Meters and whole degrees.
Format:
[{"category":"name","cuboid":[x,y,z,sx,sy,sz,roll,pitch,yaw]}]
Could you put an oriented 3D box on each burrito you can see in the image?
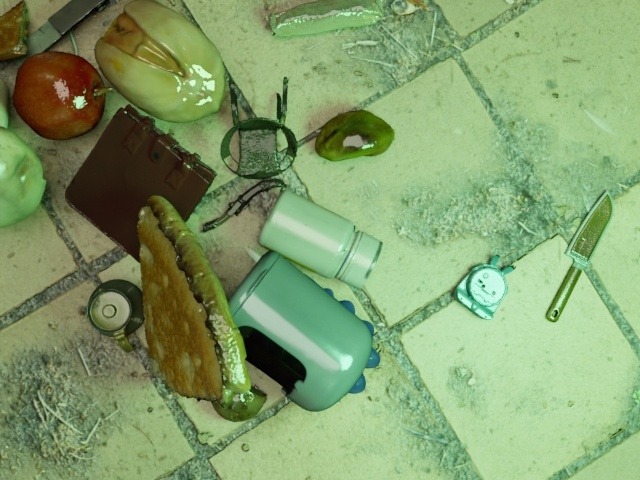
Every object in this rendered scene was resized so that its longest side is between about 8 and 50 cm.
[{"category":"burrito","cuboid":[0.009,-0.524,1.578,0.275,0.059,0.082,-13,82,-4]}]

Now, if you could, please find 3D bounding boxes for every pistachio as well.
[{"category":"pistachio","cuboid":[-0.343,-0.382,1.473,0.308,0.230,0.230,35,86,14]},{"category":"pistachio","cuboid":[0.079,-0.242,1.551,0.189,0.100,0.110,-8,93,-2]}]

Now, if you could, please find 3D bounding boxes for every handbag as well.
[{"category":"handbag","cuboid":[-0.394,-0.119,1.478,0.260,0.084,0.275,41,112,-1]}]

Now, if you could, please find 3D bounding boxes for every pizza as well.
[{"category":"pizza","cuboid":[-0.253,0.166,1.348,0.080,0.391,0.435,-15,119,-33]},{"category":"pizza","cuboid":[-0.715,-0.470,1.528,0.184,0.036,0.176,1,60,19]}]

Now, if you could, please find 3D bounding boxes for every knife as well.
[{"category":"knife","cuboid":[0.616,0.035,1.614,0.061,0.027,0.343,29,87,2]},{"category":"knife","cuboid":[-0.183,-0.088,1.569,0.222,0.021,0.046,-31,94,-5]}]

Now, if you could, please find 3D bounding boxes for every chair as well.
[{"category":"chair","cuboid":[-0.140,-0.246,1.519,0.174,0.149,0.213,-3,93,-8]}]

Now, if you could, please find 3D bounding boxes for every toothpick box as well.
[{"category":"toothpick box","cuboid":[-0.036,0.204,1.468,0.354,0.263,0.263,39,86,-3]}]

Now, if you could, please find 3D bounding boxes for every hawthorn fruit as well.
[{"category":"hawthorn fruit","cuboid":[-0.535,-0.311,1.451,0.225,0.196,0.197,-1,88,24]}]

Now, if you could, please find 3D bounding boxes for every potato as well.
[{"category":"potato","cuboid":[-0.212,0.346,1.519,0.172,0.089,0.101,37,89,-3]}]

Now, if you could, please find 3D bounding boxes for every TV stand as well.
[{"category":"TV stand","cuboid":[-0.595,-0.484,1.545,0.256,0.040,0.049,-42,92,-4]}]

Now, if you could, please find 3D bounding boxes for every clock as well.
[{"category":"clock","cuboid":[0.391,0.104,1.588,0.108,0.045,0.147,36,86,-3]}]

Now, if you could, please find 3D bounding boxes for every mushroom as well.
[{"category":"mushroom","cuboid":[-0.751,-0.166,1.405,0.315,0.315,0.356,-46,62,-4]}]

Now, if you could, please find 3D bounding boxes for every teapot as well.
[{"category":"teapot","cuboid":[-0.446,0.168,1.494,0.130,0.119,0.166,-20,90,-3]}]

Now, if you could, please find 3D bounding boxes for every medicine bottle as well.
[{"category":"medicine bottle","cuboid":[0.000,0.000,1.517,0.258,0.143,0.144,25,87,-2]}]
